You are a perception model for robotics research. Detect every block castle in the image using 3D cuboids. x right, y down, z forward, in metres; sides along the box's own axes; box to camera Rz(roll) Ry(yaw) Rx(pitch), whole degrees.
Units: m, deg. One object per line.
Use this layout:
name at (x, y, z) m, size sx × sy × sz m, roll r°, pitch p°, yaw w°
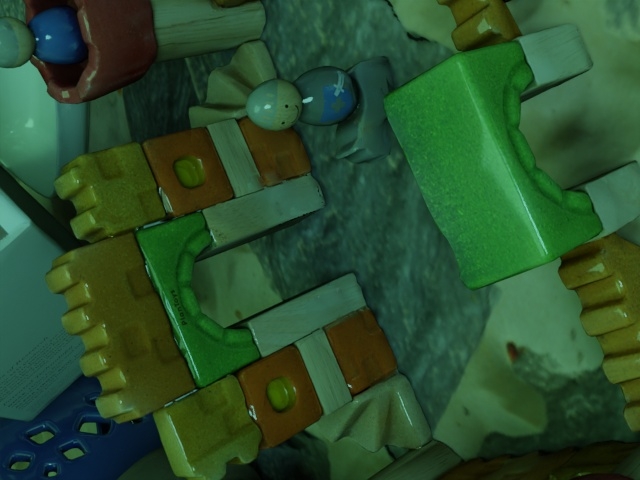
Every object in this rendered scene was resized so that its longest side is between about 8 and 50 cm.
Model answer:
block castle at (0.000, 0.000, 0.500) m, size 0.303 × 0.213 × 0.453 m, roll -25°, pitch 88°, yaw 50°

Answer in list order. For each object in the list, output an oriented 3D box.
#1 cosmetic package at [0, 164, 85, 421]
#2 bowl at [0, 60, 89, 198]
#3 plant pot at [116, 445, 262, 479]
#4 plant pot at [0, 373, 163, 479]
cosmetic package at (-0.295, 0.010, 0.710) m, size 0.217 × 0.156 × 0.385 m, roll 45°, pitch 171°, yaw 11°
bowl at (-0.268, -0.126, 0.857) m, size 0.142 × 0.053 × 0.142 m, roll 35°, pitch 130°, yaw 33°
plant pot at (-0.050, 0.313, 0.696) m, size 0.229 × 0.263 × 0.263 m, roll 11°, pitch 116°, yaw 24°
plant pot at (-0.226, 0.295, 0.867) m, size 0.212 × 0.236 × 0.235 m, roll 15°, pitch 118°, yaw 35°
